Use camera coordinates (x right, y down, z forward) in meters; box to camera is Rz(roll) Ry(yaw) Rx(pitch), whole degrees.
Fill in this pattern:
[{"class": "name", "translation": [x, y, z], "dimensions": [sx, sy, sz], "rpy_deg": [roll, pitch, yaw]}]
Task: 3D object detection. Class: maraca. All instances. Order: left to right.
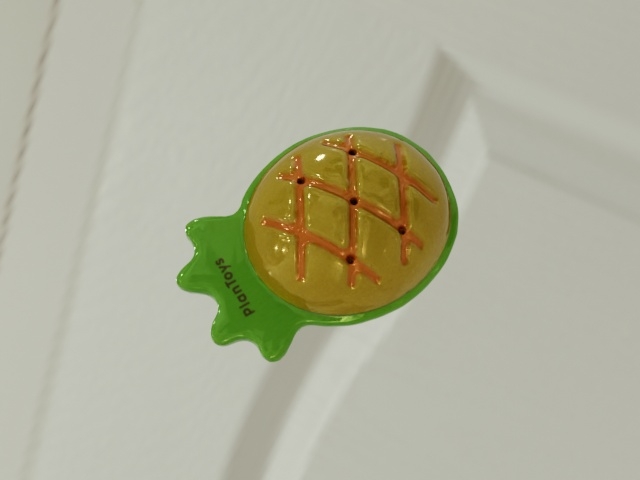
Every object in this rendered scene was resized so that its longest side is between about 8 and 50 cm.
[{"class": "maraca", "translation": [0.000, 0.000, 1.124], "dimensions": [0.186, 0.127, 0.099], "rpy_deg": [-30, -17, -13]}]
